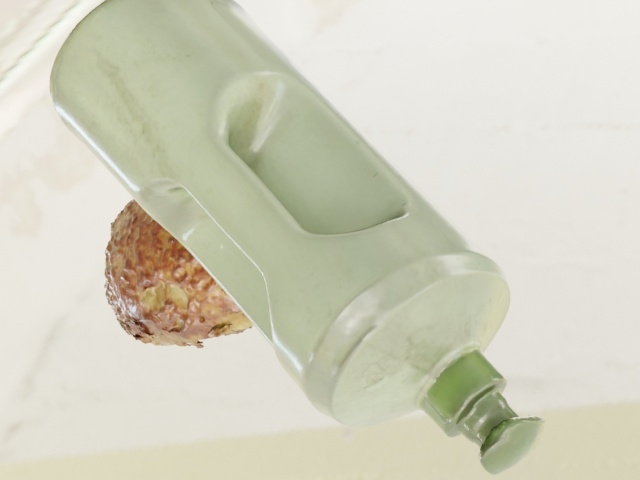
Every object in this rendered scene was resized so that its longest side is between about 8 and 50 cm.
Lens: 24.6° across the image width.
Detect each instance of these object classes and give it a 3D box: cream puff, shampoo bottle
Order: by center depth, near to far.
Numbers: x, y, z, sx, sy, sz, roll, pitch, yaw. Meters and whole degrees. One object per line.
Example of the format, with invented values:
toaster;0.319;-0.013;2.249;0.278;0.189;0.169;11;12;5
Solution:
shampoo bottle;0.000;0.000;0.582;0.087;0.118;0.234;-49;-115;13
cream puff;-0.069;0.001;1.247;0.240;0.164;0.240;-16;174;-2
